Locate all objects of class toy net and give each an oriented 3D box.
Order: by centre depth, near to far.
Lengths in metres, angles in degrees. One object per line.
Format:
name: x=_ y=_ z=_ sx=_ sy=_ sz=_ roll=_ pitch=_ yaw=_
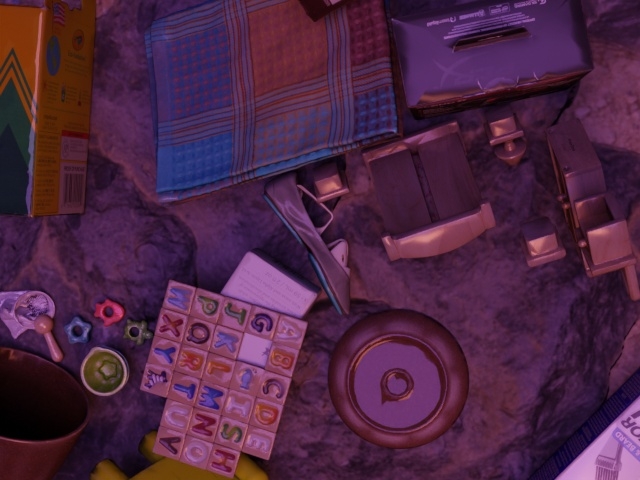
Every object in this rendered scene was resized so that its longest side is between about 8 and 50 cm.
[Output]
toy net: x=-0.363 y=0.122 z=1.505 sx=0.232 sy=0.045 sz=0.122 roll=28 pitch=96 yaw=5

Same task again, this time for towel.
towel: x=-0.073 y=-0.212 z=1.361 sx=0.370 sy=0.040 sz=0.271 roll=-13 pitch=74 yaw=29

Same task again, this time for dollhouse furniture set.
dollhouse furniture set: x=0.190 y=0.001 z=1.345 sx=0.355 sy=0.303 sz=0.174 roll=-18 pitch=128 yaw=8

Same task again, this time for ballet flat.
ballet flat: x=0.000 y=0.000 z=1.443 sx=0.068 sy=0.072 sz=0.213 roll=-33 pitch=90 yaw=-3

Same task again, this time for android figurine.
android figurine: x=-0.180 y=0.366 z=1.408 sx=0.273 sy=0.248 sz=0.056 roll=35 pitch=136 yaw=34

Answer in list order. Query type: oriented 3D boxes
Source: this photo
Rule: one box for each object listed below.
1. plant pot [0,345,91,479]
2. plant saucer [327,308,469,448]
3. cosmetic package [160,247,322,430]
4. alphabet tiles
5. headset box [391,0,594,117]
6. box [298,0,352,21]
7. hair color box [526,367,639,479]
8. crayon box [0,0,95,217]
plant pot: x=-0.459 y=0.302 z=1.461 sx=0.215 sy=0.215 sz=0.230 roll=26 pitch=110 yaw=5
plant saucer: x=0.107 y=0.196 z=1.458 sx=0.198 sy=0.036 sz=0.198 roll=0 pitch=93 yaw=6
cosmetic package: x=-0.108 y=0.135 z=1.456 sx=0.117 sy=0.085 sz=0.231 roll=33 pitch=95 yaw=4
alphabet tiles: x=-0.142 y=0.193 z=1.419 sx=0.198 sy=0.009 sz=0.237 roll=16 pitch=96 yaw=6
headset box: x=0.206 y=-0.227 z=1.292 sx=0.218 sy=0.293 sz=0.110 roll=-11 pitch=92 yaw=8
box: x=-0.008 y=-0.481 z=1.298 sx=0.191 sy=0.143 sz=0.381 roll=-27 pitch=59 yaw=10
hair color box: x=0.418 y=0.319 z=1.393 sx=0.185 sy=0.110 sz=0.339 roll=43 pitch=99 yaw=2
crayon box: x=-0.375 y=-0.193 z=1.411 sx=0.081 sy=0.202 sz=0.318 roll=5 pitch=93 yaw=7
